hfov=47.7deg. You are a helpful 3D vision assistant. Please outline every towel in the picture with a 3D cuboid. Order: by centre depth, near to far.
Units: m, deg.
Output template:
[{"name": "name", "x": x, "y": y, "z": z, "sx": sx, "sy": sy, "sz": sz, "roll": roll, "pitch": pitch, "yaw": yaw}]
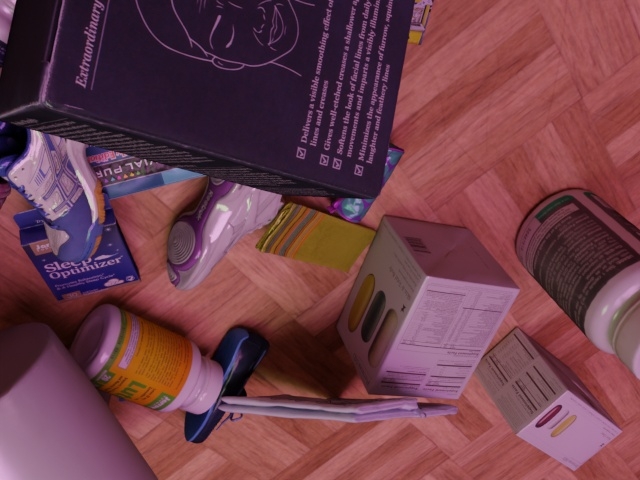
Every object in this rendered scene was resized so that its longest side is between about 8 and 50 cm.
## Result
[{"name": "towel", "x": 0.000, "y": 0.000, "z": 1.246, "sx": 0.237, "sy": 0.021, "sz": 0.102, "roll": 16, "pitch": 119, "yaw": -48}]

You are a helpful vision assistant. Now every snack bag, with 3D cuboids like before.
[{"name": "snack bag", "x": 0.045, "y": 0.300, "z": 1.322, "sx": 0.342, "sy": 0.323, "sz": 0.037, "roll": 12, "pitch": 74, "yaw": -48}]

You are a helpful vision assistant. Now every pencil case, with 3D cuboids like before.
[{"name": "pencil case", "x": 0.076, "y": -0.104, "z": 1.218, "sx": 0.070, "sy": 0.064, "sz": 0.151, "roll": 9, "pitch": 120, "yaw": -44}]

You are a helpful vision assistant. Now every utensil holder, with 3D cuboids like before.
[{"name": "utensil holder", "x": -0.432, "y": 0.361, "z": 1.069, "sx": 0.328, "sy": 0.327, "sz": 0.385, "roll": -26, "pitch": 111, "yaw": -2}]

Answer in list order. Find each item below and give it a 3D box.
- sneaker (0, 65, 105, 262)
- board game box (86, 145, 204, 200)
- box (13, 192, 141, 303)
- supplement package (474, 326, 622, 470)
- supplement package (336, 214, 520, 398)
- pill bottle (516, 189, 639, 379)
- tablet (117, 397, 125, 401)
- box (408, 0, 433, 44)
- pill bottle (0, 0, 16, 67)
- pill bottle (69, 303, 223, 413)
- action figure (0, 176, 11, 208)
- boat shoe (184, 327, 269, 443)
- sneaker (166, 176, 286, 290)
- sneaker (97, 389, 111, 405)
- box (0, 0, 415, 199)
[{"name": "sneaker", "x": -0.354, "y": -0.090, "z": 0.903, "sx": 0.131, "sy": 0.112, "sz": 0.296, "roll": -28, "pitch": 135, "yaw": -40}, {"name": "board game box", "x": -0.311, "y": -0.218, "z": 0.986, "sx": 0.254, "sy": 0.079, "sz": 0.336, "roll": -15, "pitch": 127, "yaw": -9}, {"name": "box", "x": -0.365, "y": 0.018, "z": 1.103, "sx": 0.136, "sy": 0.036, "sz": 0.225, "roll": -15, "pitch": 149, "yaw": -9}, {"name": "supplement package", "x": 0.499, "y": 0.353, "z": 1.599, "sx": 0.145, "sy": 0.204, "sz": 0.262, "roll": -46, "pitch": 126, "yaw": 13}, {"name": "supplement package", "x": 0.186, "y": 0.126, "z": 1.330, "sx": 0.198, "sy": 0.199, "sz": 0.262, "roll": 8, "pitch": 120, "yaw": -25}, {"name": "pill bottle", "x": 0.534, "y": 0.076, "z": 1.324, "sx": 0.204, "sy": 0.361, "sz": 0.204, "roll": -10, "pitch": 126, "yaw": -14}, {"name": "tablet", "x": -0.340, "y": 0.277, "z": 1.361, "sx": 0.083, "sy": 0.006, "sz": 0.054, "roll": -8, "pitch": 125, "yaw": -15}, {"name": "box", "x": 0.057, "y": -0.376, "z": 1.038, "sx": 0.233, "sy": 0.044, "sz": 0.159, "roll": 1, "pitch": 122, "yaw": -21}, {"name": "pill bottle", "x": -0.393, "y": -0.234, "z": 0.837, "sx": 0.169, "sy": 0.094, "sz": 0.094, "roll": -43, "pitch": 127, "yaw": 12}, {"name": "pill bottle", "x": -0.295, "y": 0.216, "z": 1.253, "sx": 0.246, "sy": 0.136, "sz": 0.136, "roll": 32, "pitch": 108, "yaw": -34}, {"name": "action figure", "x": -0.501, "y": -0.001, "z": 0.961, "sx": 0.276, "sy": 0.248, "sz": 0.370, "roll": 30, "pitch": 111, "yaw": -34}, {"name": "boat shoe", "x": -0.174, "y": 0.289, "z": 1.370, "sx": 0.089, "sy": 0.109, "sz": 0.258, "roll": 17, "pitch": 117, "yaw": -33}, {"name": "sneaker", "x": -0.139, "y": -0.028, "z": 1.160, "sx": 0.152, "sy": 0.114, "sz": 0.305, "roll": 11, "pitch": 126, "yaw": -43}, {"name": "sneaker", "x": -0.480, "y": 0.335, "z": 1.279, "sx": 0.281, "sy": 0.115, "sz": 0.105, "roll": -45, "pitch": 126, "yaw": 12}, {"name": "box", "x": -0.117, "y": -0.229, "z": 0.814, "sx": 0.395, "sy": 0.212, "sz": 0.293, "roll": 13, "pitch": 86, "yaw": -35}]
